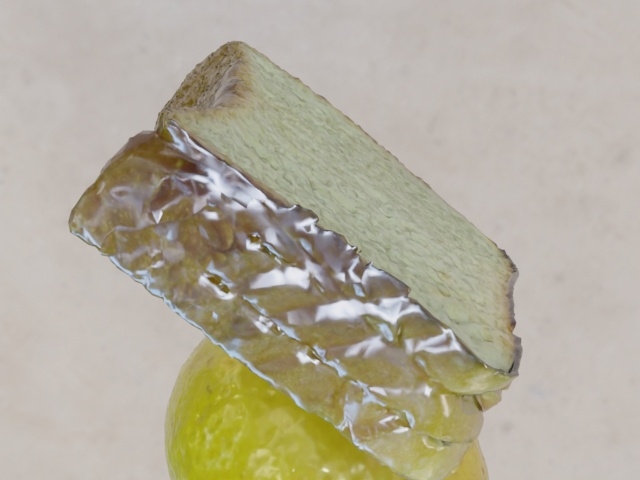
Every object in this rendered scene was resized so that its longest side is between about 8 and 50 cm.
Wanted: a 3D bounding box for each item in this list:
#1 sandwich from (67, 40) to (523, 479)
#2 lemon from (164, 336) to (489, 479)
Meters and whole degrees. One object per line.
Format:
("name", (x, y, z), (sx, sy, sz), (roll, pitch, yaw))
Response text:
("sandwich", (0.000, 0.000, 0.817), (0.186, 0.215, 0.065), (38, 104, -8))
("lemon", (0.006, 0.126, 1.050), (0.207, 0.170, 0.170), (54, 145, 21))
